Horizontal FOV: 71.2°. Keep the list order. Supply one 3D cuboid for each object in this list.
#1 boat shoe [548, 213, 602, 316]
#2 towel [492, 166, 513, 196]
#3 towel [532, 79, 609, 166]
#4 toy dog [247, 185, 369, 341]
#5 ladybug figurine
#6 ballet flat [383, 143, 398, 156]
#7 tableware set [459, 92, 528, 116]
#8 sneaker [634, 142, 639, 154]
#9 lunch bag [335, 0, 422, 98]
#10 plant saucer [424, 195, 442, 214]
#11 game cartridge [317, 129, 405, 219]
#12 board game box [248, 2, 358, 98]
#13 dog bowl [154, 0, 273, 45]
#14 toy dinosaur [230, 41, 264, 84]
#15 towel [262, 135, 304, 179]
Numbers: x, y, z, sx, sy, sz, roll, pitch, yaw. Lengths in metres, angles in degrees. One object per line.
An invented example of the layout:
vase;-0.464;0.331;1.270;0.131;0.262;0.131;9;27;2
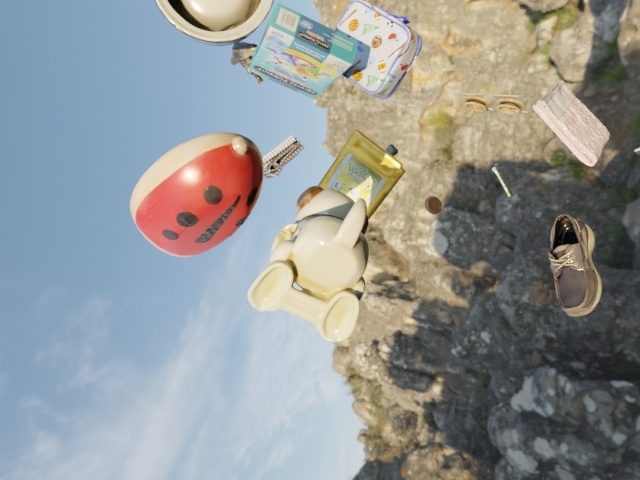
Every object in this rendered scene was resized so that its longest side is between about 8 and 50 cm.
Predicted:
boat shoe;0.755;0.066;1.369;0.132;0.130;0.355;-35;27;46
towel;0.847;-0.270;2.081;0.113;0.023;0.152;-11;-107;-59
towel;1.001;-0.470;1.759;0.332;0.317;0.053;-39;-3;-40
toy dog;0.000;0.000;1.249;0.408;0.284;0.395;-78;5;-61
ladybug figurine;-0.297;-0.093;1.120;0.305;0.449;0.162;-4;-116;-41
ballet flat;0.340;-0.437;2.302;0.072;0.068;0.213;-36;-3;-16
tableware set;0.538;-0.415;1.402;0.128;0.194;0.039;17;-89;-51
sneaker;1.070;-0.368;1.388;0.097;0.084;0.235;62;154;20
lunch bag;0.171;-0.613;1.428;0.115;0.303;0.243;-3;-48;-52
plant saucer;0.500;-0.157;1.972;0.013;0.083;0.083;140;147;-68
game cartridge;0.175;-0.274;1.970;0.324;0.285;0.052;-55;-10;26
board game box;-0.068;-0.573;1.401;0.336;0.253;0.079;179;108;-71
dog bowl;-0.359;-0.860;1.525;0.150;0.408;0.408;-155;74;-80
toy dinosaur;-0.273;-0.704;1.713;0.121;0.313;0.160;-38;-43;-1
towel;-0.215;-0.432;2.350;0.235;0.121;0.283;-41;14;-9
